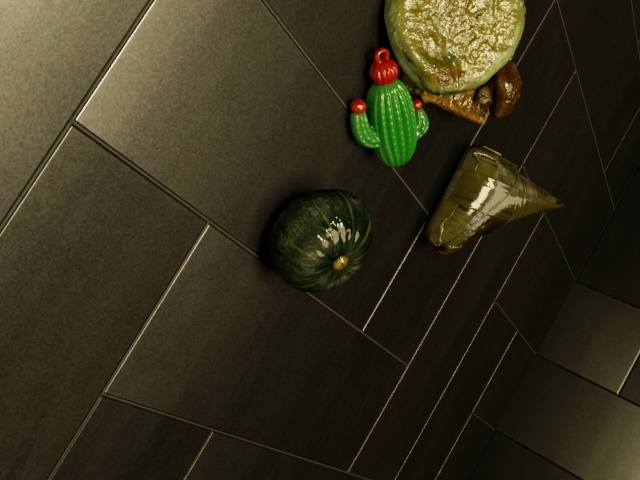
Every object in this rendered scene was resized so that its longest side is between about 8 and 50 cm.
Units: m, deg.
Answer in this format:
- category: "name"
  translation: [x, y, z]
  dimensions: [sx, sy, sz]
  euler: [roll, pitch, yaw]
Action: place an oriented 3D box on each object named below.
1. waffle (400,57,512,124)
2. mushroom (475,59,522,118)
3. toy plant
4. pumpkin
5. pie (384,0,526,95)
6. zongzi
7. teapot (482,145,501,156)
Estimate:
- category: "waffle"
  translation: [0.299, -0.379, 1.623]
  dimensions: [0.308, 0.091, 0.213]
  euler: [6, 107, -54]
- category: "mushroom"
  translation: [0.393, -0.325, 1.630]
  dimensions: [0.109, 0.085, 0.126]
  euler: [-44, 150, -28]
- category: "toy plant"
  translation: [0.127, -0.248, 1.487]
  dimensions: [0.154, 0.088, 0.240]
  euler: [-47, 134, -1]
- category: "pumpkin"
  translation: [0.000, 0.000, 1.421]
  dimensions: [0.211, 0.152, 0.212]
  euler: [-25, 149, -16]
- category: "pie"
  translation: [0.253, -0.418, 1.437]
  dimensions: [0.276, 0.078, 0.277]
  euler: [-3, 102, -14]
- category: "zongzi"
  translation: [0.434, -0.055, 1.869]
  dimensions: [0.299, 0.138, 0.286]
  euler: [27, 91, -15]
- category: "teapot"
  translation: [0.416, -0.196, 1.935]
  dimensions: [0.067, 0.057, 0.083]
  euler: [21, 99, -19]
